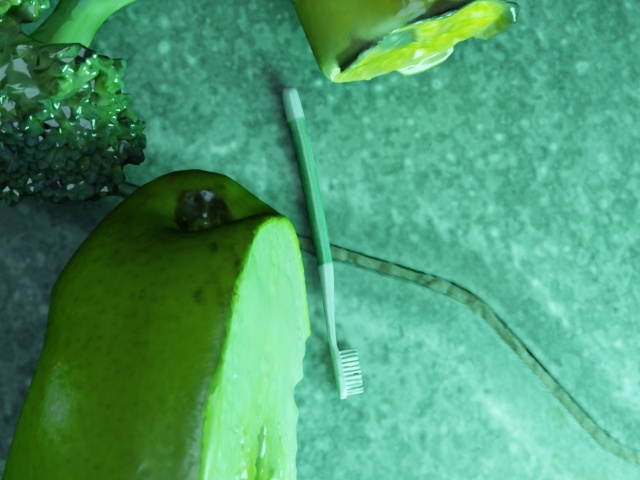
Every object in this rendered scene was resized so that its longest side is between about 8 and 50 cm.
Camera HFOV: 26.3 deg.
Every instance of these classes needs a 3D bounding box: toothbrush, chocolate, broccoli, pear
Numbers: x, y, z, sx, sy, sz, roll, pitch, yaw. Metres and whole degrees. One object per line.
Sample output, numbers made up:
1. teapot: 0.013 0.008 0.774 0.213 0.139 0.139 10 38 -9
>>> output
1. toothbrush: 0.000 0.000 1.109 0.024 0.018 0.257 -11 86 -12
2. chocolate: -0.001 -0.344 1.091 0.162 0.162 0.445 -21 83 -10
3. broccoli: -0.218 -0.210 0.984 0.302 0.249 0.375 -22 82 -7
4. pear: -0.114 0.085 0.968 0.176 0.286 0.282 4 83 11
